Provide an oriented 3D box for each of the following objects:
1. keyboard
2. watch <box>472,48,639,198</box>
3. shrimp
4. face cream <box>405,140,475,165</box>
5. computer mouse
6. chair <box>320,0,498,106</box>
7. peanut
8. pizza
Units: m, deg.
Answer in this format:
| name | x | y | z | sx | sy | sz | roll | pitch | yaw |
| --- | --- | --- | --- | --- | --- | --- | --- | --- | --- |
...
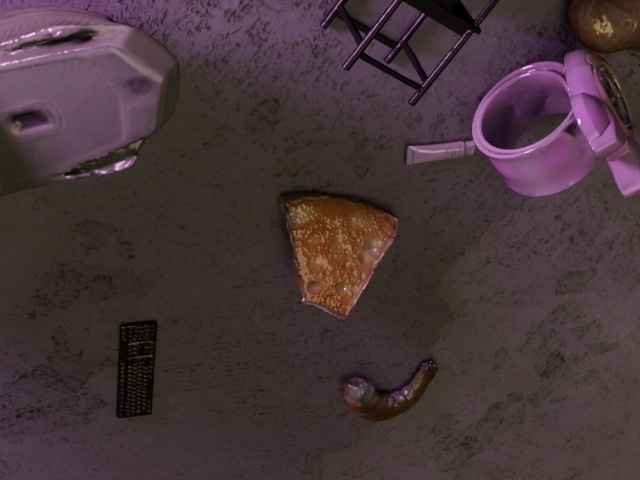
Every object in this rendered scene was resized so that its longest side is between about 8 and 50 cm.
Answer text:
| name | x | y | z | sx | sy | sz | roll | pitch | yaw |
| --- | --- | --- | --- | --- | --- | --- | --- | --- | --- |
| keyboard | -0.303 | 0.215 | 2.142 | 0.061 | 0.013 | 0.204 | -5 | 129 | -18 |
| watch | 0.353 | -0.150 | 1.939 | 0.218 | 0.248 | 0.211 | -24 | 133 | 25 |
| shrimp | 0.129 | 0.259 | 2.323 | 0.166 | 0.049 | 0.161 | -39 | 133 | 10 |
| face cream | 0.187 | -0.139 | 2.041 | 0.115 | 0.020 | 0.038 | -7 | 130 | -12 |
| computer mouse | -0.385 | -0.192 | 1.699 | 0.429 | 0.145 | 0.228 | -14 | 133 | 9 |
| chair | 0.141 | -0.338 | 1.781 | 0.155 | 0.141 | 0.260 | 24 | 118 | -35 |
| peanut | 0.476 | -0.331 | 1.954 | 0.228 | 0.085 | 0.104 | -1 | 125 | -22 |
| pizza | 0.002 | 0.009 | 2.060 | 0.204 | 0.080 | 0.188 | 23 | 93 | -23 |
